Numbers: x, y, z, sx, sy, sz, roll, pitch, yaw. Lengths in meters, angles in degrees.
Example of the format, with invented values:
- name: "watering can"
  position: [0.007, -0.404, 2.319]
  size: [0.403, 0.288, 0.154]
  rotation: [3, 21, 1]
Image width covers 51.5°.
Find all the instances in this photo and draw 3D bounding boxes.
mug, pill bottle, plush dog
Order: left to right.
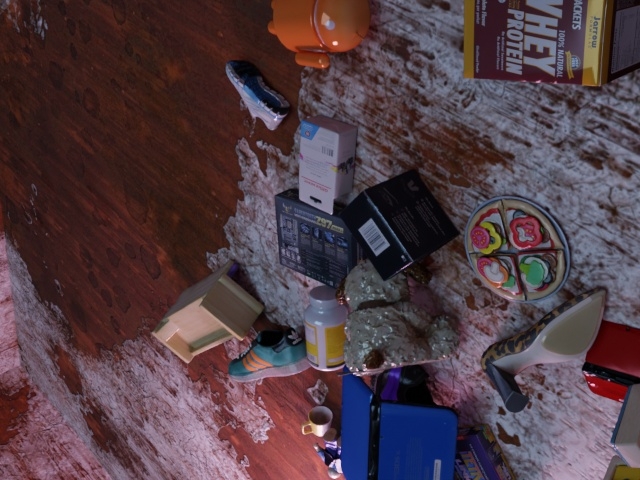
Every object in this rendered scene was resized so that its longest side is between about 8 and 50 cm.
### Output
- name: "mug"
  position: [-0.007, 0.475, 1.729]
  size: [0.078, 0.062, 0.064]
  rotation: [5, 129, 6]
- name: "pill bottle"
  position: [0.015, 0.201, 1.535]
  size: [0.103, 0.103, 0.184]
  rotation: [19, 122, 39]
- name: "plush dog"
  position: [0.118, 0.142, 1.321]
  size: [0.263, 0.211, 0.225]
  rotation: [-18, 72, 29]

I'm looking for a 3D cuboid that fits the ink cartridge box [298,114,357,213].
- name: "ink cartridge box"
  position: [0.013, -0.158, 1.386]
  size: [0.104, 0.062, 0.181]
  rotation: [27, 127, 35]

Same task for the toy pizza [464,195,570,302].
- name: "toy pizza"
  position: [0.336, 0.020, 1.164]
  size: [0.201, 0.032, 0.201]
  rotation: [23, 125, 37]

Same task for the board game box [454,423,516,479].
- name: "board game box"
  position: [0.326, 0.478, 1.398]
  size: [0.141, 0.048, 0.170]
  rotation: [-28, 89, 50]

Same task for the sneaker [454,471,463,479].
- name: "sneaker"
  position: [0.285, 0.522, 1.381]
  size: [0.167, 0.065, 0.076]
  rotation: [17, 118, 37]

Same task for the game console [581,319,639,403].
- name: "game console"
  position: [0.517, 0.211, 1.089]
  size: [0.144, 0.085, 0.124]
  rotation: [14, 150, 42]

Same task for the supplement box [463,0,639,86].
- name: "supplement box"
  position: [0.325, -0.293, 0.892]
  size: [0.191, 0.194, 0.129]
  rotation: [16, 120, 40]

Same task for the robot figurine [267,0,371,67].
- name: "robot figurine"
  position: [0.001, -0.413, 1.220]
  size: [0.220, 0.158, 0.128]
  rotation: [15, 149, 41]

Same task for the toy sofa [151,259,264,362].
- name: "toy sofa"
  position: [-0.310, 0.206, 1.867]
  size: [0.150, 0.177, 0.363]
  rotation: [43, 141, -14]

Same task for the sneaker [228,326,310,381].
- name: "sneaker"
  position: [-0.146, 0.295, 1.757]
  size: [0.302, 0.108, 0.120]
  rotation: [-18, 95, 41]

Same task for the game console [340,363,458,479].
- name: "game console"
  position: [0.157, 0.434, 1.414]
  size: [0.251, 0.173, 0.292]
  rotation: [4, 109, 9]

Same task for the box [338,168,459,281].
- name: "box"
  position: [0.147, -0.030, 1.238]
  size: [0.156, 0.158, 0.093]
  rotation: [57, 138, 9]

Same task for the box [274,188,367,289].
- name: "box"
  position: [0.000, 0.000, 1.481]
  size: [0.233, 0.059, 0.183]
  rotation: [20, 126, 38]

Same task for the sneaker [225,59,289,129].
- name: "sneaker"
  position: [-0.151, -0.319, 1.472]
  size: [0.190, 0.071, 0.083]
  rotation: [51, 143, 15]

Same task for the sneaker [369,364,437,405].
- name: "sneaker"
  position: [0.183, 0.386, 1.457]
  size: [0.146, 0.102, 0.293]
  rotation: [22, 124, 37]

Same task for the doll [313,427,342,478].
- name: "doll"
  position: [0.037, 0.558, 1.725]
  size: [0.129, 0.046, 0.188]
  rotation: [18, 137, 20]

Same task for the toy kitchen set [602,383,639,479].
- name: "toy kitchen set"
  position: [0.492, 0.349, 1.059]
  size: [0.207, 0.122, 0.166]
  rotation: [51, 141, -13]

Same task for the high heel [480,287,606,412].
- name: "high heel"
  position: [0.382, 0.159, 1.172]
  size: [0.093, 0.186, 0.261]
  rotation: [33, 104, -11]
